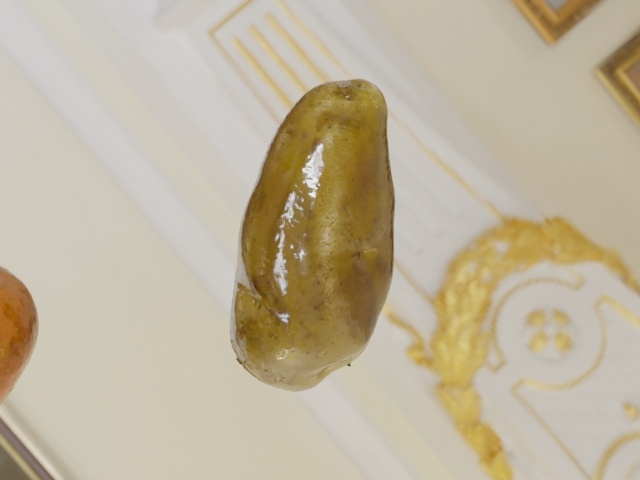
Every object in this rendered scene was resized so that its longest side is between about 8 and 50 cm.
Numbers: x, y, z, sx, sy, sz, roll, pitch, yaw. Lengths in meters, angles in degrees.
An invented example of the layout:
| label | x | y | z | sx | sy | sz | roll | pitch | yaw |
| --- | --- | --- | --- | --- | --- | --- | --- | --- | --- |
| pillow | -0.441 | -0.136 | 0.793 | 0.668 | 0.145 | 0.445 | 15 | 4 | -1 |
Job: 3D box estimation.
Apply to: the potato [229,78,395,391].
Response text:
| label | x | y | z | sx | sy | sz | roll | pitch | yaw |
| --- | --- | --- | --- | --- | --- | --- | --- | --- | --- |
| potato | 0.000 | 0.000 | 1.528 | 0.176 | 0.195 | 0.369 | -121 | -142 | -68 |

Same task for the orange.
| label | x | y | z | sx | sy | sz | roll | pitch | yaw |
| --- | --- | --- | --- | --- | --- | --- | --- | --- | --- |
| orange | -0.405 | 0.116 | 1.436 | 0.224 | 0.170 | 0.224 | -47 | -166 | 15 |
